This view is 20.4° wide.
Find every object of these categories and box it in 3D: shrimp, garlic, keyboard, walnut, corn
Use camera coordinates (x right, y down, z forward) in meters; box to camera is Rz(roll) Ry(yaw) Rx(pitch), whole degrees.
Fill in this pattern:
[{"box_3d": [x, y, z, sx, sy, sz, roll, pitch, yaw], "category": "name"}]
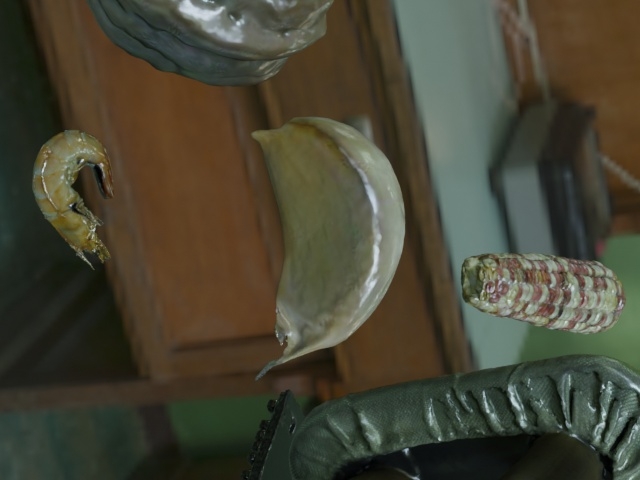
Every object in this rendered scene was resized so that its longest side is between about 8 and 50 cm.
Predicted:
[{"box_3d": [-0.241, -0.045, 1.791, 0.095, 0.045, 0.162, -66, 146, -35], "category": "shrimp"}, {"box_3d": [0.014, 0.011, 2.255, 0.151, 0.196, 0.338, -28, 118, -74], "category": "garlic"}, {"box_3d": [-0.062, 0.277, 1.599, 0.106, 0.027, 0.317, 63, 32, -33], "category": "keyboard"}, {"box_3d": [-0.091, -0.236, 1.536, 0.224, 0.224, 0.224, -7, 90, -70], "category": "walnut"}, {"box_3d": [0.213, 0.047, 1.716, 0.237, 0.079, 0.079, 10, 73, -47], "category": "corn"}]

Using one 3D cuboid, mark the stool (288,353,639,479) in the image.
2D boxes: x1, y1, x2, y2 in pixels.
[{"box_3d": [0.110, 0.265, 1.208, 0.226, 0.310, 0.310, -43, 113, -56], "category": "stool"}]
